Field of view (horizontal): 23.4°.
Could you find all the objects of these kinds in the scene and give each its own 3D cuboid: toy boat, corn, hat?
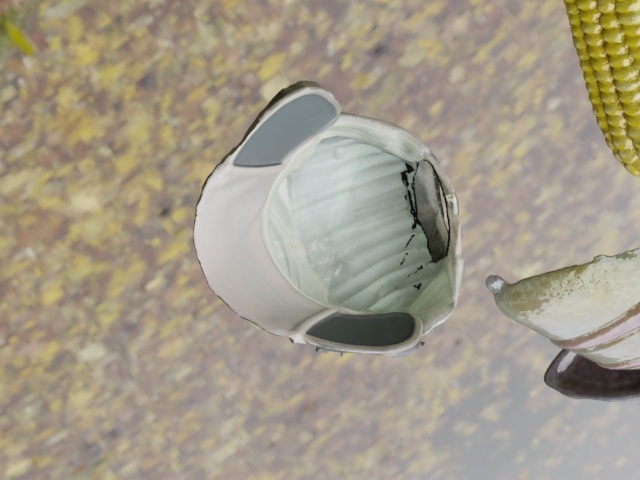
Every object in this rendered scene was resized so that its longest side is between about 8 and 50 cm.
[{"bbox_3d":[0.320,0.069,1.423,0.276,0.111,0.293,-19,157,12],"label":"toy boat"},{"bbox_3d":[0.167,-0.154,0.837,0.081,0.081,0.248,-27,113,-21],"label":"corn"},{"bbox_3d":[-0.003,0.000,1.268,0.161,0.232,0.275,-28,174,36],"label":"hat"}]
